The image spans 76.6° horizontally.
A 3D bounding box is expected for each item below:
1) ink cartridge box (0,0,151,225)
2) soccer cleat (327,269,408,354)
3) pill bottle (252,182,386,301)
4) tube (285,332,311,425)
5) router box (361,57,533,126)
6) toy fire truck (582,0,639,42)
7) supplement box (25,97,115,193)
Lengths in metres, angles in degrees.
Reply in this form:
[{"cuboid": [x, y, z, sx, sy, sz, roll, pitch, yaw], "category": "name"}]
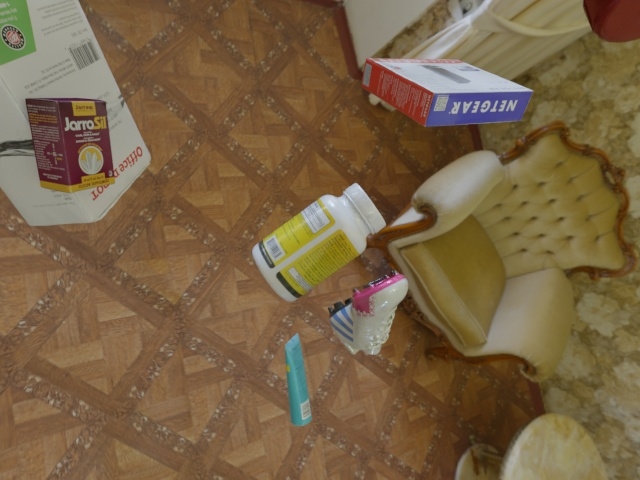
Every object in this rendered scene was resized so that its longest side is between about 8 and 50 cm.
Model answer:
[{"cuboid": [-0.303, -0.147, 0.452, 0.160, 0.092, 0.220, -80, 163, -51], "category": "ink cartridge box"}, {"cuboid": [0.117, 0.168, 0.874, 0.115, 0.331, 0.143, -22, 77, -22], "category": "soccer cleat"}, {"cuboid": [0.000, 0.000, 1.089, 0.333, 0.188, 0.188, -35, 102, 4], "category": "pill bottle"}, {"cuboid": [-0.057, 0.336, 0.975, 0.080, 0.052, 0.207, -30, 116, -75], "category": "tube"}, {"cuboid": [0.331, -0.408, 1.090, 0.335, 0.301, 0.082, -11, 130, -25], "category": "router box"}, {"cuboid": [0.266, -0.288, 0.235, 0.253, 0.301, 0.170, 23, 55, -60], "category": "toy fire truck"}, {"cuboid": [-0.239, -0.094, 0.393, 0.055, 0.043, 0.084, -40, 137, -61], "category": "supplement box"}]
